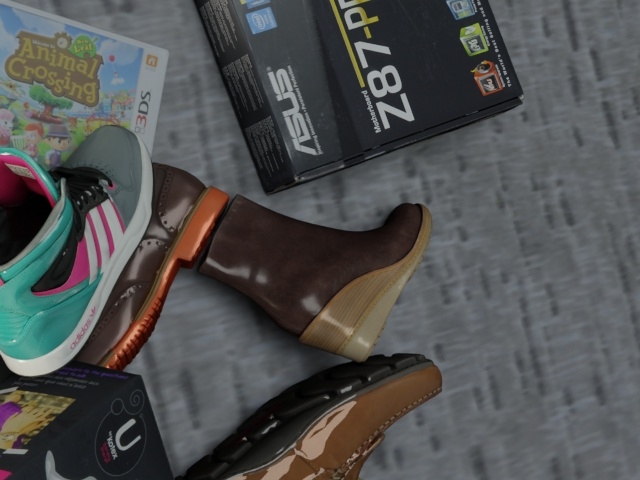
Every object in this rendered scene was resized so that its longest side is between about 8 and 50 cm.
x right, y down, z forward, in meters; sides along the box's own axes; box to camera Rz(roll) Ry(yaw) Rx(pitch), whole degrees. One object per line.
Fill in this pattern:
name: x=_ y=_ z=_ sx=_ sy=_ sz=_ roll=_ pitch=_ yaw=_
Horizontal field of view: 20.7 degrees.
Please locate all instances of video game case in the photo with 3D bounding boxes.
video game case: x=-0.269 y=-0.135 z=1.804 sx=0.212 sy=0.023 sz=0.193 roll=15 pitch=73 yaw=-25

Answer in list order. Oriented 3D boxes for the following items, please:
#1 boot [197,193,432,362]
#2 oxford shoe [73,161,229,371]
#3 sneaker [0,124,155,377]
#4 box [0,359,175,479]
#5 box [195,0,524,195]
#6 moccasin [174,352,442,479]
boot: x=0.000 y=0.000 z=1.887 sx=0.207 sy=0.090 sz=0.248 roll=32 pitch=46 yaw=-3
oxford shoe: x=-0.201 y=0.046 z=1.775 sx=0.098 sy=0.097 sz=0.271 roll=31 pitch=73 yaw=1
sneaker: x=-0.256 y=-0.039 z=1.654 sx=0.178 sy=0.124 sz=0.295 roll=70 pitch=28 yaw=-46
box: x=-0.279 y=0.245 z=1.603 sx=0.270 sy=0.143 sz=0.165 roll=-37 pitch=124 yaw=-41
box: x=0.019 y=-0.284 z=1.947 sx=0.318 sy=0.097 sz=0.394 roll=-20 pitch=90 yaw=-27
moccasin: x=-0.018 y=0.243 z=1.803 sx=0.380 sy=0.139 sz=0.147 roll=-37 pitch=105 yaw=-31
